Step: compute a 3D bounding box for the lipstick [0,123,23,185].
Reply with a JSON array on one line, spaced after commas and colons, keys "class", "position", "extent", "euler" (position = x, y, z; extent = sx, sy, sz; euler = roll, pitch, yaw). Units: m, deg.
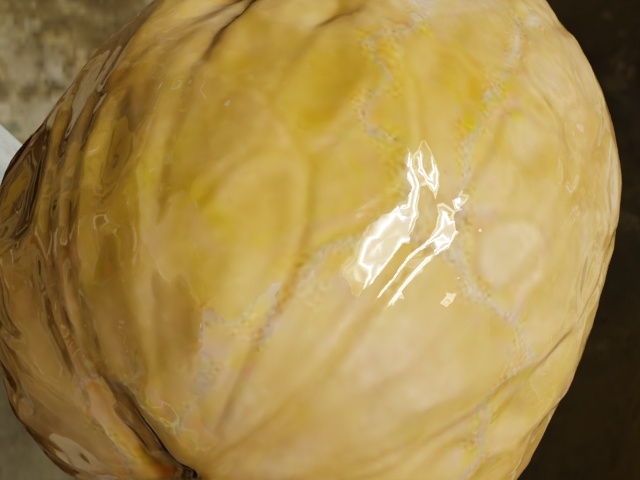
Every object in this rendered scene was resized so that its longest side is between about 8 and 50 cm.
[{"class": "lipstick", "position": [-0.178, -0.046, 0.976], "extent": [0.186, 0.057, 0.063], "euler": [41, 38, 13]}]

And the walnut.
[{"class": "walnut", "position": [0.000, 0.000, 0.606], "extent": [0.195, 0.195, 0.221], "euler": [28, 39, 10]}]
